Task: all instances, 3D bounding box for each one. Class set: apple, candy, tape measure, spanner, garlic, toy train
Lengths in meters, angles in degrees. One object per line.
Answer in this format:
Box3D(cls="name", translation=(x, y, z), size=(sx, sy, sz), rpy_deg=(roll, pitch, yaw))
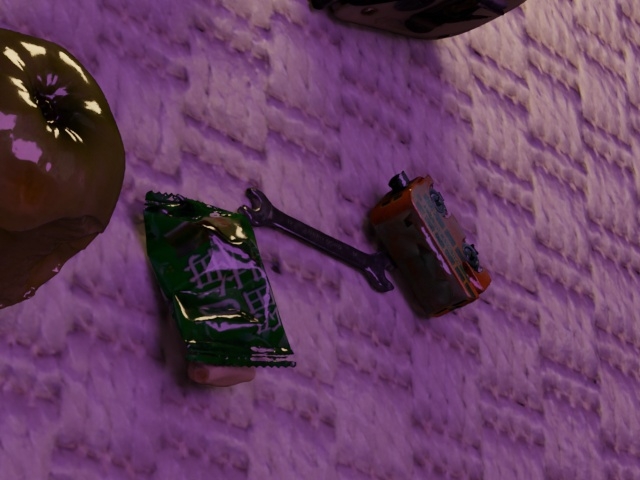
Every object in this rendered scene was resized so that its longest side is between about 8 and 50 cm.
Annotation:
Box3D(cls="apple", translation=(-0.309, -0.066, 1.487), size=(0.279, 0.279, 0.279), rpy_deg=(24, 54, -38))
Box3D(cls="candy", translation=(-0.112, 0.047, 1.761), size=(0.141, 0.078, 0.203), rpy_deg=(-3, 61, -30))
Box3D(cls="tape measure", translation=(0.150, -0.346, 2.130), size=(0.271, 0.231, 0.133), rpy_deg=(7, 67, -46))
Box3D(cls="spanner", translation=(0.000, 0.000, 1.954), size=(0.254, 0.015, 0.054), rpy_deg=(26, 52, -37))
Box3D(cls="garlic", translation=(-0.111, 0.135, 1.734), size=(0.083, 0.053, 0.041), rpy_deg=(0, 110, -56))
Box3D(cls="toy train", translation=(0.133, 0.006, 2.046), size=(0.188, 0.072, 0.099), rpy_deg=(58, 33, -9))
